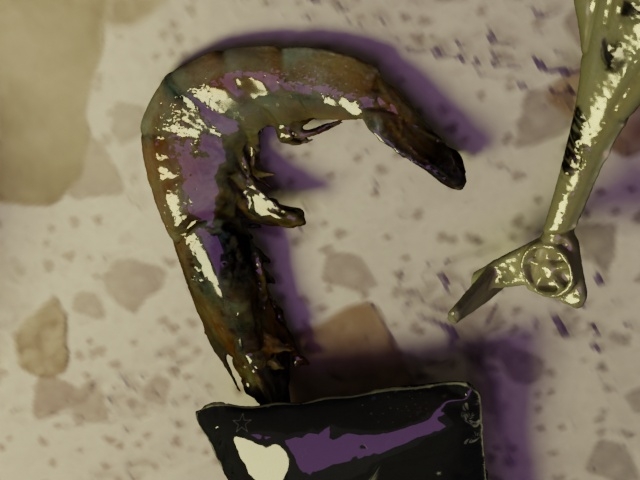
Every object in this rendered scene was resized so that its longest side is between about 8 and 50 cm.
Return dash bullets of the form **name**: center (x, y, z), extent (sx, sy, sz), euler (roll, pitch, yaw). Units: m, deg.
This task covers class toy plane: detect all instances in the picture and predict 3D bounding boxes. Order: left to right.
- **toy plane**: center (0.125, -0.081, 0.752), extent (0.108, 0.092, 0.286), euler (26, 123, 21)

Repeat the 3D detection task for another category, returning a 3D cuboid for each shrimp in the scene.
- **shrimp**: center (0.001, -0.002, 0.851), extent (0.148, 0.035, 0.195), euler (-10, 115, 14)

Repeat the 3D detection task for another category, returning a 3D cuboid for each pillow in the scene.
- **pillow**: center (0.031, 0.157, 0.916), extent (0.141, 0.055, 0.208), euler (-8, 121, 14)
